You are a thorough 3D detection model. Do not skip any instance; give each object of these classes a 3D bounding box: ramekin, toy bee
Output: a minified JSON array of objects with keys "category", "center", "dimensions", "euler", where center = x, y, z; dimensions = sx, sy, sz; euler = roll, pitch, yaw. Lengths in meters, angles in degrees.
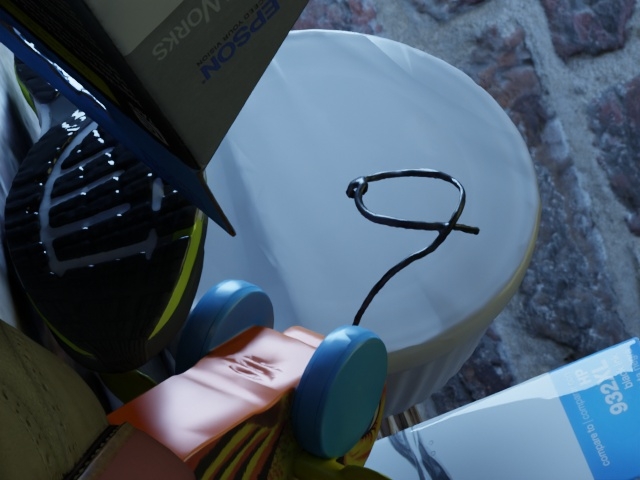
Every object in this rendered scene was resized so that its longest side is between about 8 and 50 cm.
[{"category":"ramekin","center":[0.000,0.000,1.204],"dimensions":[0.127,0.272,0.273],"euler":[97,-20,-54]},{"category":"toy bee","center":[-0.007,0.103,0.990],"dimensions":[0.195,0.298,0.162],"euler":[37,-43,42]}]

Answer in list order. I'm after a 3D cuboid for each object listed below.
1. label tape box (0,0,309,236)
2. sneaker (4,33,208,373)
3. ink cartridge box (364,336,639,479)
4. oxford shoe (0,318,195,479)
[{"category":"label tape box","center":[-0.127,-0.170,0.804],"dimensions":[0.240,0.106,0.334],"euler":[40,-9,26]},{"category":"sneaker","center":[-0.104,-0.022,1.017],"dimensions":[0.300,0.111,0.121],"euler":[-98,171,-54]},{"category":"ink cartridge box","center":[0.128,0.233,1.315],"dimensions":[0.129,0.307,0.223],"euler":[-108,175,-47]},{"category":"oxford shoe","center":[-0.133,0.081,0.452],"dimensions":[0.130,0.123,0.348],"euler":[45,5,2]}]
